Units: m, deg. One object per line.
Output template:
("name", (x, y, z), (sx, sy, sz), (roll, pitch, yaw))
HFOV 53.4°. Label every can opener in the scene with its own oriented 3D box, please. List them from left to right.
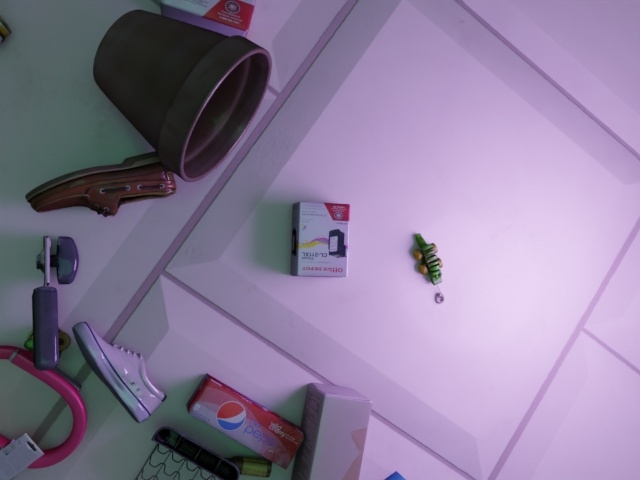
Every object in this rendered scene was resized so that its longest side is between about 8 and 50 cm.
("can opener", (-0.550, 0.124, 1.330), (0.095, 0.076, 0.283), (-1, 73, -27))

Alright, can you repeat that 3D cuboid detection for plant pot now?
("plant pot", (-0.305, -0.329, 1.335), (0.280, 0.323, 0.323), (33, 81, 4))

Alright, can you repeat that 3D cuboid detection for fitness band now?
("fitness band", (-0.630, 0.350, 1.331), (0.291, 0.054, 0.209), (38, 86, -11))

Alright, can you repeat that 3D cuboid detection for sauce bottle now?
("sauce bottle", (-0.177, 0.517, 1.463), (0.128, 0.042, 0.042), (11, 86, -7))

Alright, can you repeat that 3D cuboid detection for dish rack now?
("dish rack", (-0.326, 0.564, 1.392), (0.208, 0.074, 0.271), (31, 82, -1))

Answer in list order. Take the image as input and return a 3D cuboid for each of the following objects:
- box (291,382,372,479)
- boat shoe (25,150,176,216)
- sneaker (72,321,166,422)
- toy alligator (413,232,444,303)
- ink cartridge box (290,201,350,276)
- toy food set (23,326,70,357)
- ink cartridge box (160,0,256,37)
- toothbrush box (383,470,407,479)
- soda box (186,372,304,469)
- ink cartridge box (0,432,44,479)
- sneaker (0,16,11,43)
("box", (0.017, 0.499, 1.462), (0.121, 0.148, 0.311), (12, 87, -15))
("boat shoe", (-0.463, -0.104, 1.366), (0.307, 0.111, 0.104), (-19, 92, -14))
("sneaker", (-0.437, 0.272, 1.386), (0.091, 0.094, 0.258), (-40, 103, -31))
("toy alligator", (0.283, 0.071, 1.589), (0.056, 0.051, 0.189), (-21, 94, -14))
("ink cartridge box", (0.000, 0.000, 1.506), (0.127, 0.072, 0.175), (2, 88, -15))
("toy food set", (-0.590, 0.222, 1.372), (0.083, 0.020, 0.082), (39, 80, -11))
("ink cartridge box", (-0.232, -0.613, 1.438), (0.197, 0.114, 0.272), (15, 86, -13))
("toothbrush box", (0.166, 0.672, 1.419), (0.216, 0.295, 0.126), (-31, 96, -14))
("soda box", (-0.170, 0.410, 1.446), (0.263, 0.083, 0.092), (33, 81, -11))
("ink cartridge box", (-0.630, 0.446, 1.303), (0.115, 0.029, 0.063), (-36, 101, -5))
("sneaker", (-0.745, -0.478, 1.323), (0.185, 0.069, 0.084), (41, 74, -9))
